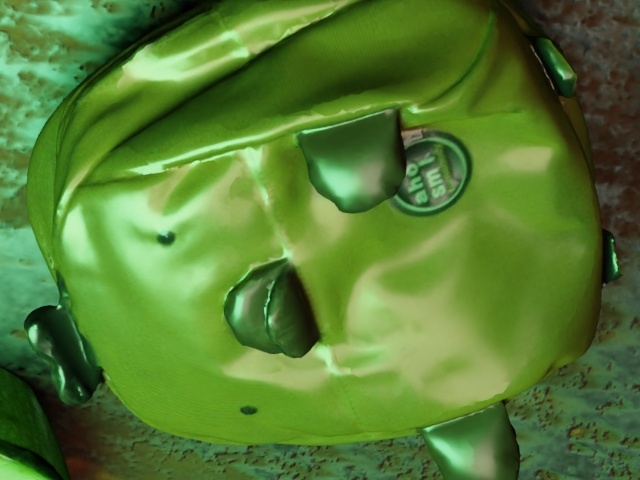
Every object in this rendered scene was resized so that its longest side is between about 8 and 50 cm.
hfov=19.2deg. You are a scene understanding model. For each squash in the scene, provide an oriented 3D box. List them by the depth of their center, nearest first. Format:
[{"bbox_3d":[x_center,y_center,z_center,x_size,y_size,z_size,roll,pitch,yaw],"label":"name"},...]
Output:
[{"bbox_3d":[-0.258,0.172,1.374,0.170,0.123,0.170,-2,124,-4],"label":"squash"}]

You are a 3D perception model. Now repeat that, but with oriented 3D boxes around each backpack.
[{"bbox_3d":[0.000,-0.001,1.233,0.378,0.201,0.353,-21,118,6],"label":"backpack"}]
